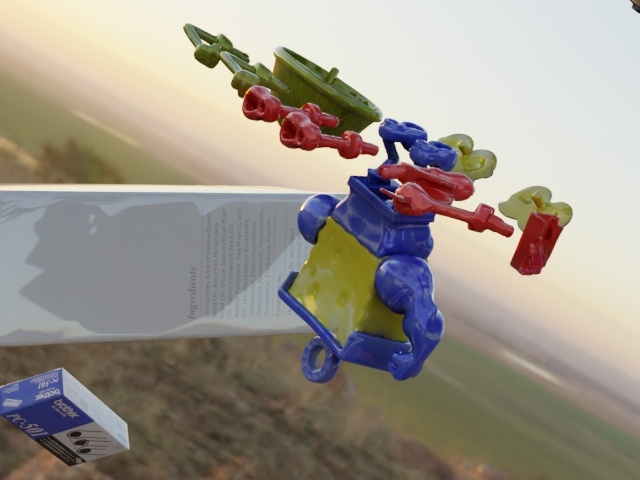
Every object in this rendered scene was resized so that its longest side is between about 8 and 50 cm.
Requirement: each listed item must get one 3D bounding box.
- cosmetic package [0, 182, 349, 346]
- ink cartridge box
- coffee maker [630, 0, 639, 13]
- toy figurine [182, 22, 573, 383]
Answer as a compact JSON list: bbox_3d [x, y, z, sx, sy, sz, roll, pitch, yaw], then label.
[{"bbox_3d":[-0.207,0.018,1.509,0.453,0.161,0.230,-1,5,-28],"label":"cosmetic package"},{"bbox_3d":[-0.353,0.249,1.878,0.207,0.097,0.046,57,18,-55],"label":"ink cartridge box"},{"bbox_3d":[0.358,-0.300,1.211,0.178,0.171,0.120,77,5,-47],"label":"coffee maker"},{"bbox_3d":[0.000,0.000,1.046,0.191,0.217,0.362,6,23,-37],"label":"toy figurine"}]
